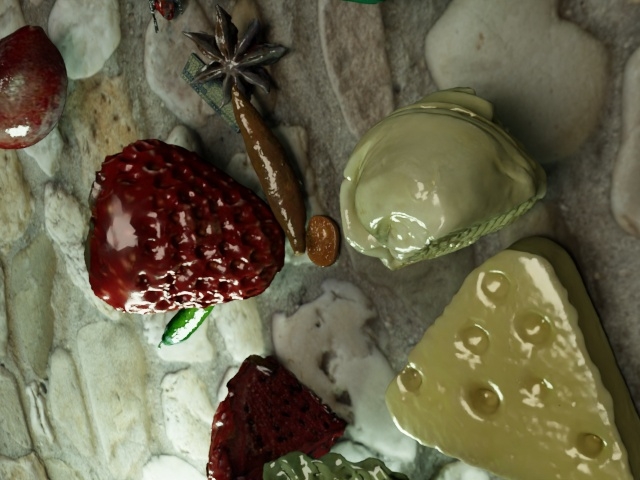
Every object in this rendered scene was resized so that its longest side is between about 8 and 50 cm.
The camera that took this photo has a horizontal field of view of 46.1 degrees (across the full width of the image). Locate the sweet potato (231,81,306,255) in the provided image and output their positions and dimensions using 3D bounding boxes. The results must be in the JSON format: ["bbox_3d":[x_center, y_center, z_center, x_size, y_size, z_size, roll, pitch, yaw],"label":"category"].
[{"bbox_3d":[-0.079,-0.126,1.300,0.072,0.066,0.315,-20,95,7],"label":"sweet potato"}]

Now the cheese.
[{"bbox_3d":[0.281,0.168,1.073,0.383,0.104,0.384,12,109,36],"label":"cheese"}]

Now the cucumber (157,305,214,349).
[{"bbox_3d":[-0.267,0.156,1.535,0.056,0.056,0.250,53,125,15],"label":"cucumber"}]

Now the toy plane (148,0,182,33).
[{"bbox_3d":[-0.290,-0.443,1.372,0.037,0.060,0.145,56,165,16],"label":"toy plane"}]

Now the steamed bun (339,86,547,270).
[{"bbox_3d":[0.145,-0.089,0.997,0.276,0.289,0.203,-32,78,42],"label":"steamed bun"}]

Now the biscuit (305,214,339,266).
[{"bbox_3d":[0.000,0.000,1.309,0.078,0.015,0.091,20,112,35],"label":"biscuit"}]

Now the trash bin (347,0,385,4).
[{"bbox_3d":[0.149,-0.459,0.939,0.381,0.259,0.295,8,106,30],"label":"trash bin"}]

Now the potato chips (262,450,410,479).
[{"bbox_3d":[0.028,0.513,1.239,0.373,0.097,0.389,-15,118,9],"label":"potato chips"}]

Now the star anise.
[{"bbox_3d":[-0.153,-0.321,1.309,0.204,0.061,0.181,-32,102,38],"label":"star anise"}]

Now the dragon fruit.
[{"bbox_3d":[-0.096,0.352,1.320,0.240,0.330,0.302,-26,82,17],"label":"dragon fruit"}]

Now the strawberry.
[{"bbox_3d":[-0.238,-0.003,1.344,0.345,0.295,0.318,15,83,16],"label":"strawberry"}]

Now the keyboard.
[{"bbox_3d":[-0.196,-0.274,1.396,0.176,0.014,0.055,46,122,19],"label":"keyboard"}]

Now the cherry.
[{"bbox_3d":[-0.651,-0.324,1.612,0.300,0.203,0.230,-53,32,23],"label":"cherry"}]
